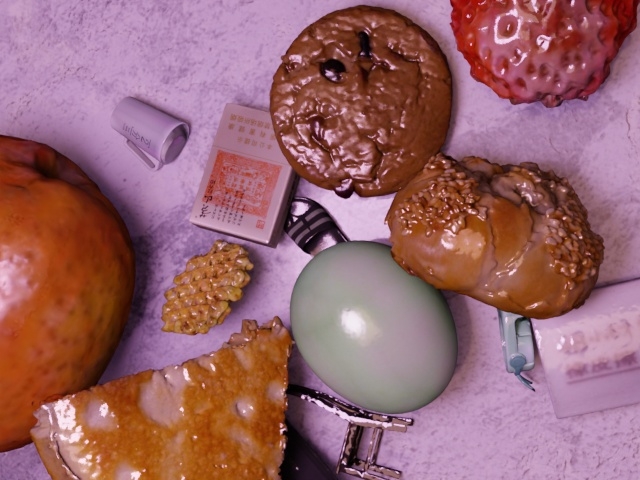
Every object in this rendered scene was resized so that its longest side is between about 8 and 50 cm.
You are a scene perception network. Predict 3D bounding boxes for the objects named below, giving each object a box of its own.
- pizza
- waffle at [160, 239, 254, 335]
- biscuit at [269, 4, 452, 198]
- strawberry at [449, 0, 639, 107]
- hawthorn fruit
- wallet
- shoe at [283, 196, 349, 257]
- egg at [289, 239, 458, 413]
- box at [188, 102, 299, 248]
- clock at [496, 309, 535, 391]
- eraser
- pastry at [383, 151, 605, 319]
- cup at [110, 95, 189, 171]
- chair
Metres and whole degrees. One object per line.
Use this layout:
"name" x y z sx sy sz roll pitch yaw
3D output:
"pizza" -0.159 0.290 1.461 0.440 0.130 0.406 45 60 -9
"waffle" -0.178 0.074 1.560 0.191 0.191 0.038 -44 122 11
"biscuit" 0.062 -0.209 1.497 0.296 0.075 0.295 0 86 -1
"strawberry" 0.298 -0.344 1.374 0.265 0.149 0.336 -1 116 17
"hawthorn fruit" -0.496 0.064 1.511 0.472 0.472 0.471 0 91 14
"wallet" -0.078 0.355 1.545 0.149 0.044 0.250 -45 56 1
"shoe" 0.000 0.000 1.561 0.071 0.049 0.179 -44 81 10
"egg" 0.079 0.125 1.456 0.269 0.220 0.220 45 101 7
"box" -0.107 -0.101 1.564 0.141 0.058 0.201 17 85 13
"clock" 0.288 0.151 1.470 0.041 0.101 0.134 -8 94 6
"eraser" 0.449 0.142 1.432 0.270 0.095 0.173 -14 90 15
"pastry" 0.250 -0.024 1.397 0.311 0.255 0.161 15 127 -1
"cup" -0.278 -0.167 1.624 0.116 0.074 0.104 30 126 15
"chair" 0.026 0.297 1.546 0.213 0.084 0.101 13 90 13
